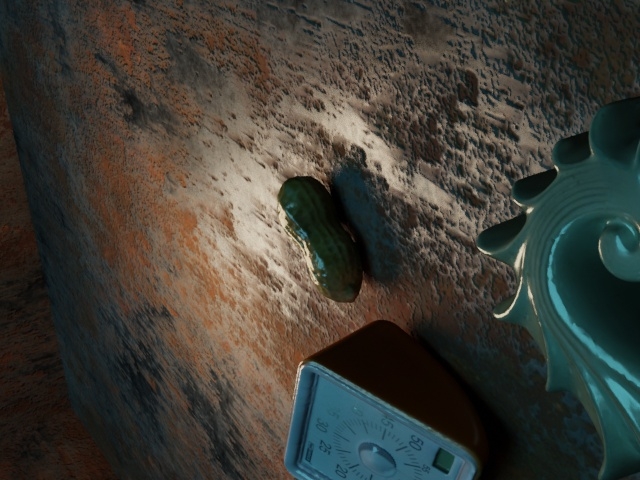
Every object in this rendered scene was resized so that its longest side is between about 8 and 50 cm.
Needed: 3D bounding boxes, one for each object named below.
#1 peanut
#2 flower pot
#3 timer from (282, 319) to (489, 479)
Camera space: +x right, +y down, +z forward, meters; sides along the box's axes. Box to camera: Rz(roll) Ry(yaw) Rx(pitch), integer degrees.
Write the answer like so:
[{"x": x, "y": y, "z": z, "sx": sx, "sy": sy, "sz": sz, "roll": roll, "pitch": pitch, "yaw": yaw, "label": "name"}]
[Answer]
[{"x": 0.000, "y": 0.000, "z": 1.229, "sx": 0.193, "sy": 0.089, "sz": 0.089, "roll": 65, "pitch": 151, "yaw": 10, "label": "peanut"}, {"x": 0.293, "y": 0.078, "z": 0.692, "sx": 0.368, "sy": 0.164, "sz": 0.254, "roll": 62, "pitch": 145, "yaw": 17, "label": "flower pot"}, {"x": 0.097, "y": 0.269, "z": 1.163, "sx": 0.250, "sy": 0.161, "sz": 0.258, "roll": 40, "pitch": 140, "yaw": 28, "label": "timer"}]
